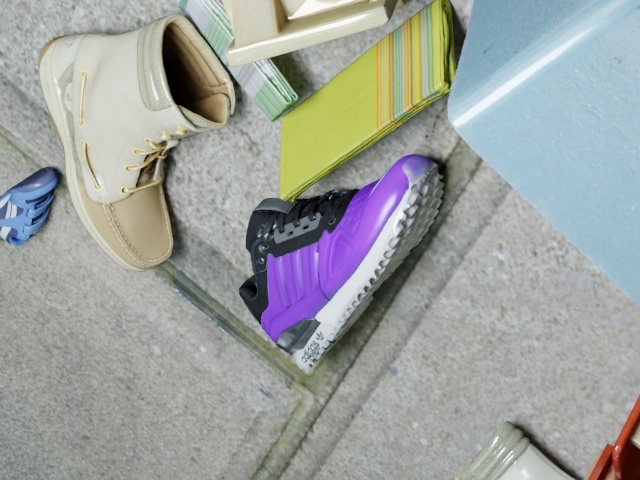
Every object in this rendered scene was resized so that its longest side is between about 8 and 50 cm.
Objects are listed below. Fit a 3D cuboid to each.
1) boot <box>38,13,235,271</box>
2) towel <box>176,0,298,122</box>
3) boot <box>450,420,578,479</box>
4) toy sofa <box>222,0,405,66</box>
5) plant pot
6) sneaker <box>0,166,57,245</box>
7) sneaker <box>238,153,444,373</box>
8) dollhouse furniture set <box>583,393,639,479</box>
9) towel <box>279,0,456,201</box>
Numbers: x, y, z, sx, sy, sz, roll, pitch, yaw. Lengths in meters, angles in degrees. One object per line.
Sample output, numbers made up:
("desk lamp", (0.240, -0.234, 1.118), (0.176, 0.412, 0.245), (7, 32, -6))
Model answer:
("boot", (-0.166, -0.093, 1.509), (0.203, 0.095, 0.262), (-4, 108, 43))
("towel", (-0.079, -0.183, 1.416), (0.152, 0.023, 0.113), (51, 170, -4))
("boot", (0.196, 0.293, 1.503), (0.165, 0.077, 0.213), (36, 127, 11))
("toy sofa", (-0.050, -0.346, 1.265), (0.150, 0.177, 0.363), (-14, 109, 14))
("plant pot", (0.275, -0.132, 1.057), (0.247, 0.248, 0.252), (42, 122, -16))
("sneaker", (-0.329, -0.038, 1.694), (0.059, 0.053, 0.144), (55, 141, -4))
("sneaker", (-0.001, 0.001, 1.447), (0.146, 0.102, 0.293), (42, 133, 8))
("dollhouse furniture set", (0.277, 0.193, 1.281), (0.135, 0.262, 0.259), (23, 159, 25))
("towel", (0.039, -0.124, 1.360), (0.021, 0.102, 0.237), (23, 143, -30))
